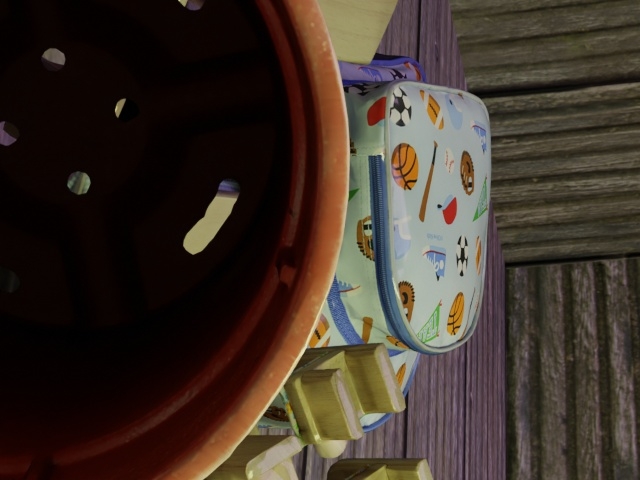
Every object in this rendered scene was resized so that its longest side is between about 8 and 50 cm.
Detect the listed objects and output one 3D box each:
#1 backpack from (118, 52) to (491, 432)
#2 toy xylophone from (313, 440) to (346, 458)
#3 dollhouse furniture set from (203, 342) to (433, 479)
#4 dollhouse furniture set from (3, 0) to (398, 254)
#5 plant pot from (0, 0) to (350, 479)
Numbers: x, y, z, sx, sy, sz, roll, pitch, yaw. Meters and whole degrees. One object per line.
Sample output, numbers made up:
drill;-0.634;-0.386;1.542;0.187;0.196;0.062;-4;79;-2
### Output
backpack;0.000;0.000;1.276;0.276;0.213;0.263;0;97;-59
toy xylophone;-0.036;0.038;1.518;0.323;0.081;0.236;64;24;-61
dollhouse furniture set;-0.052;0.203;1.111;0.212;0.161;0.242;-27;103;-40
dollhouse furniture set;-0.147;-0.053;1.055;0.286;0.198;0.303;2;115;-58
plant pot;-0.122;-0.040;0.737;0.265;0.272;0.272;-72;156;-83
